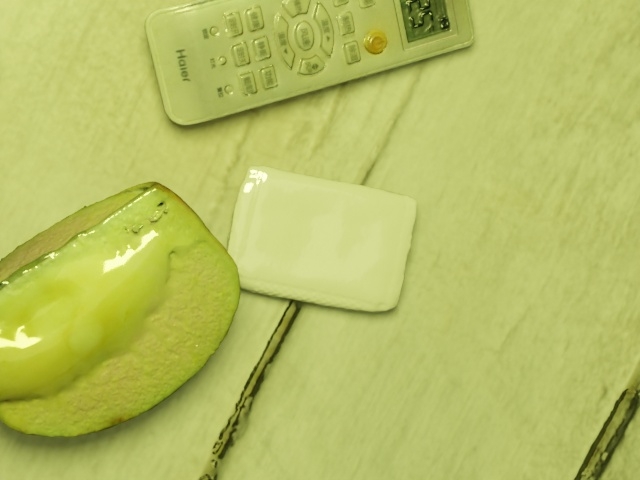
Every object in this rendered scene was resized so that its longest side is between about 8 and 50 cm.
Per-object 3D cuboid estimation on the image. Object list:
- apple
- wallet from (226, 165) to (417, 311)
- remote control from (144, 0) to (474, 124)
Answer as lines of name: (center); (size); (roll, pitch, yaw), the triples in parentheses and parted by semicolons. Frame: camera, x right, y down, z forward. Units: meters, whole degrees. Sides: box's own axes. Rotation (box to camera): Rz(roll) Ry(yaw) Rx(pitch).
apple: (-0.205, 0.070, 1.278); (0.265, 0.120, 0.193); (-35, 119, -5)
wallet: (0.000, 0.000, 1.365); (0.183, 0.032, 0.124); (10, 96, -15)
remote control: (-0.009, -0.200, 1.325); (0.313, 0.055, 0.109); (-18, 108, -17)
